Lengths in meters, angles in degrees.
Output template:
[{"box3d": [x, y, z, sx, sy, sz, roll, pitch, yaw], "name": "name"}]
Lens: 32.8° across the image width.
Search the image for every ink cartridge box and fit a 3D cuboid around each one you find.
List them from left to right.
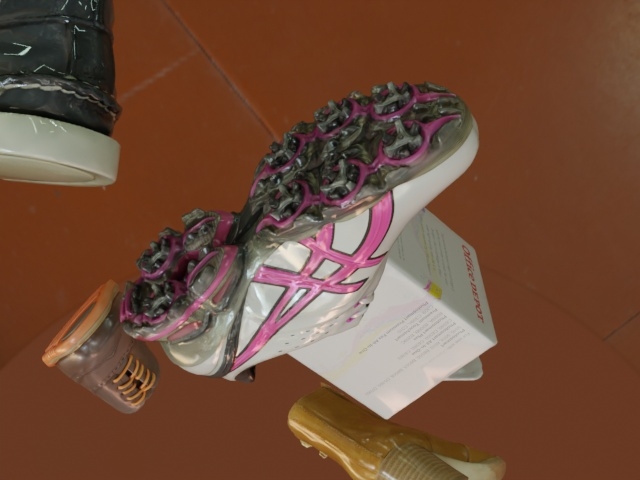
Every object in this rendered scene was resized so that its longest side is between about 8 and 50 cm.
[{"box3d": [0.031, 0.029, 0.642, 0.090, 0.143, 0.092, -39, 29, 25], "name": "ink cartridge box"}]

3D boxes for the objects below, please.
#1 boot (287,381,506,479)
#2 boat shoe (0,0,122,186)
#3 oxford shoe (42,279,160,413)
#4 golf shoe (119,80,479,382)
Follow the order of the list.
[{"box3d": [0.090, 0.242, 1.255, 0.211, 0.295, 0.104, 29, 88, 25], "name": "boot"}, {"box3d": [-0.247, -0.100, 0.588, 0.340, 0.127, 0.113, 6, 85, 33], "name": "boat shoe"}, {"box3d": [-0.259, 0.145, 1.387, 0.132, 0.364, 0.130, 40, 79, 1], "name": "oxford shoe"}, {"box3d": [0.000, 0.000, 0.484, 0.186, 0.086, 0.067, -34, 38, 26], "name": "golf shoe"}]
